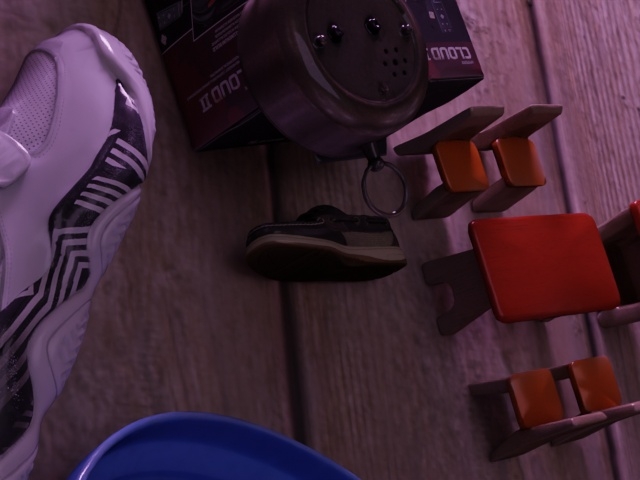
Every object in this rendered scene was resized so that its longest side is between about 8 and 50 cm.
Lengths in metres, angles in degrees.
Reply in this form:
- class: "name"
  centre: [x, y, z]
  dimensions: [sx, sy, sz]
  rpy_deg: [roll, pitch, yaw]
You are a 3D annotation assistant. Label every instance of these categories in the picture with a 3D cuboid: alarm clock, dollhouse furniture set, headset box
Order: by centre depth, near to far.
- class: "alarm clock"
  centre: [0.019, -0.106, 1.023]
  dimensions: [0.129, 0.064, 0.192]
  rpy_deg: [-16, 86, -42]
- class: "headset box"
  centre: [-0.019, -0.198, 1.148]
  dimensions: [0.218, 0.110, 0.293]
  rpy_deg: [-11, 77, -43]
- class: "dollhouse furniture set"
  centre: [0.213, 0.017, 1.234]
  dimensions: [0.259, 0.135, 0.262]
  rpy_deg: [-5, 73, -43]

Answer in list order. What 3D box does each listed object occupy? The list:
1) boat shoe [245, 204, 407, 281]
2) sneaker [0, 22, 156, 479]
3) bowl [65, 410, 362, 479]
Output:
- class: "boat shoe"
  centre: [0.000, 0.000, 1.114]
  dimensions: [0.152, 0.056, 0.049]
  rpy_deg: [10, 58, -49]
- class: "sneaker"
  centre: [-0.229, -0.011, 0.847]
  dimensions: [0.210, 0.137, 0.366]
  rpy_deg: [34, 54, -28]
- class: "bowl"
  centre: [-0.003, 0.268, 0.853]
  dimensions: [0.391, 0.077, 0.391]
  rpy_deg: [36, 23, -18]
